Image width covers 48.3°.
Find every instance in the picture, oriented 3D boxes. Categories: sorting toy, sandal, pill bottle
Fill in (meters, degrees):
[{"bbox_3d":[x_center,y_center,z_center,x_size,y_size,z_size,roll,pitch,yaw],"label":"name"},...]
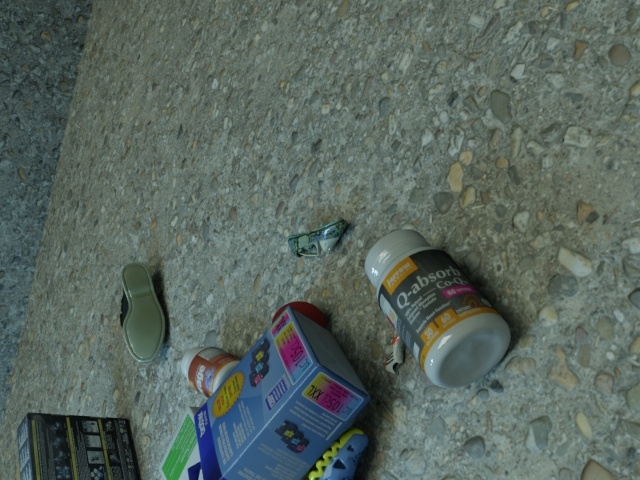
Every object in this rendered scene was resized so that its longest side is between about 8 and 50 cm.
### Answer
[{"bbox_3d":[-0.097,0.290,1.643,0.126,0.127,0.366,-107,37,-76],"label":"sorting toy"},{"bbox_3d":[0.020,0.519,1.398,0.138,0.126,0.318,28,93,14],"label":"sandal"},{"bbox_3d":[-0.261,0.335,1.787,0.216,0.121,0.121,11,86,52],"label":"pill bottle"},{"bbox_3d":[0.196,0.112,1.266,0.162,0.162,0.278,-57,41,21],"label":"pill bottle"}]

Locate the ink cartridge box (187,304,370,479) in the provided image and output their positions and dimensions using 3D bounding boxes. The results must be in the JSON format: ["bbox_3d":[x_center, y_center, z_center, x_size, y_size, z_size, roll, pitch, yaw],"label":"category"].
[{"bbox_3d":[-0.110,0.364,1.442,0.395,0.151,0.270,-52,24,6],"label":"ink cartridge box"}]

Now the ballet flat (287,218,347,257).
[{"bbox_3d":[0.000,0.000,1.641,0.188,0.070,0.070,-18,64,49],"label":"ballet flat"}]

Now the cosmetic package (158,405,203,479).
[{"bbox_3d":[-0.210,0.564,1.617,0.365,0.155,0.197,39,106,51],"label":"cosmetic package"}]

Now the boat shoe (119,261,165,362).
[{"bbox_3d":[-0.554,0.236,2.200,0.113,0.127,0.340,106,146,-53],"label":"boat shoe"}]

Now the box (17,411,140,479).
[{"bbox_3d":[-0.672,0.678,2.018,0.097,0.318,0.395,-52,44,25],"label":"box"}]

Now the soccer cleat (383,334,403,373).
[{"bbox_3d":[0.151,0.221,1.393,0.035,0.029,0.083,32,106,42],"label":"soccer cleat"}]
